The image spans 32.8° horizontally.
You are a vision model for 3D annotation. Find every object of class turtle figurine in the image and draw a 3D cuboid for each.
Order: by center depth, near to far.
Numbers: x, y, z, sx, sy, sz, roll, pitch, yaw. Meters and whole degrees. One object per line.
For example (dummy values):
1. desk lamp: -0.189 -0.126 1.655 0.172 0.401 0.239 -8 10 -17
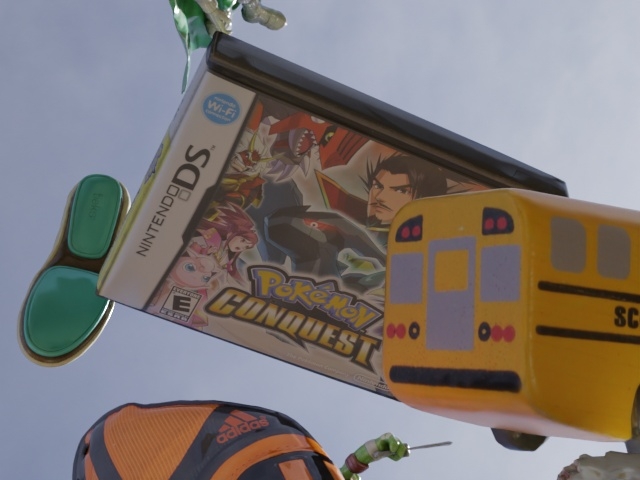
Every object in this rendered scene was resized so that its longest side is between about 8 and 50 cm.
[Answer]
1. turtle figurine: 0.099 0.386 1.526 0.275 0.266 0.197 25 -78 -2

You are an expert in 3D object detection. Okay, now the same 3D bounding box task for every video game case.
1. video game case: 0.000 0.000 0.809 0.275 0.248 0.035 21 -140 -15

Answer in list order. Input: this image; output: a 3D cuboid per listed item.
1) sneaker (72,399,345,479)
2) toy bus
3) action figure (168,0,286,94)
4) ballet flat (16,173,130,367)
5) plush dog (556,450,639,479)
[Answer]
1. sneaker: -0.108 0.201 0.516 0.321 0.180 0.124 -36 -55 10
2. toy bus: 0.194 0.057 0.619 0.333 0.108 0.130 7 -99 -36
3. action figure: -0.070 -0.191 0.749 0.137 0.063 0.232 -58 -13 -10
4. ballet flat: -0.244 0.041 1.099 0.086 0.086 0.248 47 -142 -33
5. plush dog: 0.210 0.211 0.411 0.211 0.262 0.225 -2 -84 -19
